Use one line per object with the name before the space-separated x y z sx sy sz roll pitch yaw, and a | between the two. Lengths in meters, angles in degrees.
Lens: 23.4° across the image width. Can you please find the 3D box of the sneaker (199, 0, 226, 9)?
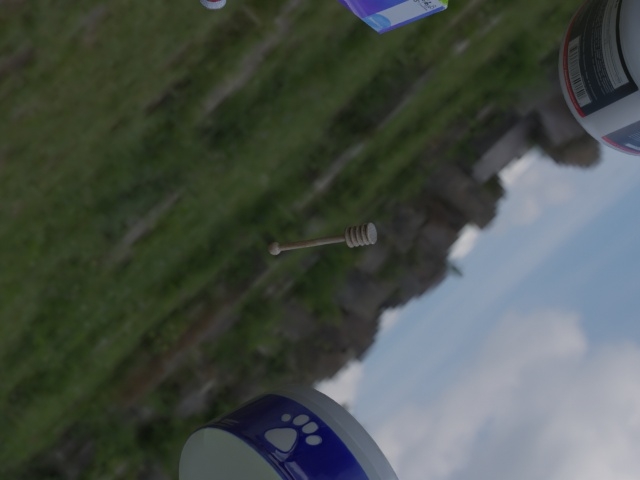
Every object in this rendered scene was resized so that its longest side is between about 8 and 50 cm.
sneaker | -0.127 -0.319 1.714 0.042 0.118 0.067 -10 143 -15

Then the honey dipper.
honey dipper | 0.000 0.000 2.130 0.161 0.030 0.030 -8 -158 26

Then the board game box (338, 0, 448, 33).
board game box | -0.018 -0.362 1.309 0.078 0.347 0.233 -17 -122 36

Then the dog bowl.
dog bowl | -0.024 0.281 1.516 0.104 0.265 0.265 -24 171 -32

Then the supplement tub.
supplement tub | 0.361 -0.192 1.516 0.191 0.191 0.272 -45 -176 -11
